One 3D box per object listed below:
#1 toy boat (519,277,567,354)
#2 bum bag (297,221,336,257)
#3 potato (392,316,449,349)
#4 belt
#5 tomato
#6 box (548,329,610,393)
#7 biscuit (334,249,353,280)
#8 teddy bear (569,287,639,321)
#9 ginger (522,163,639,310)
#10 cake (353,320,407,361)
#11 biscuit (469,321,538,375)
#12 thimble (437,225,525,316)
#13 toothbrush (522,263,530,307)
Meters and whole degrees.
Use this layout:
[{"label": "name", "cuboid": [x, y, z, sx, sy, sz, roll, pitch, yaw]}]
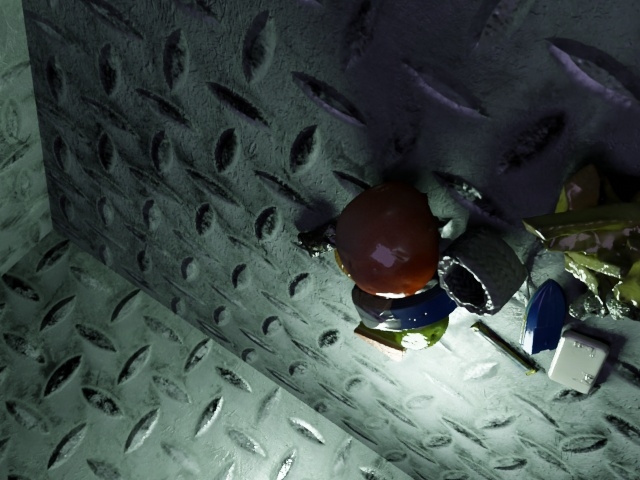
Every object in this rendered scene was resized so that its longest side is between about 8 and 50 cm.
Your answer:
[{"label": "toy boat", "cuboid": [0.680, 0.219, 1.781, 0.129, 0.088, 0.295, -13, 132, -3]}, {"label": "bum bag", "cuboid": [0.001, 0.001, 2.115, 0.102, 0.069, 0.248, 53, 149, -13]}, {"label": "potato", "cuboid": [0.359, 0.296, 2.111, 0.186, 0.148, 0.253, 29, 141, -20]}, {"label": "belt", "cuboid": [0.282, 0.185, 1.948, 0.347, 0.212, 0.117, -10, 130, 19]}, {"label": "tomato", "cuboid": [0.194, 0.004, 1.716, 0.341, 0.273, 0.341, 163, 90, -79]}, {"label": "box", "cuboid": [0.838, 0.400, 1.916, 0.142, 0.044, 0.285, 21, 144, 24]}, {"label": "biscuit", "cuboid": [0.166, 0.082, 2.103, 0.262, 0.037, 0.262, 22, 145, 17]}, {"label": "teddy bear", "cuboid": [0.794, 0.162, 1.606, 0.133, 0.111, 0.213, -3, 176, -20]}, {"label": "ginger", "cuboid": [0.678, 0.035, 1.428, 0.413, 0.211, 0.358, 46, 149, -1]}, {"label": "cake", "cuboid": [0.253, 0.373, 2.322, 0.225, 0.109, 0.090, 33, 146, 2]}, {"label": "biscuit", "cuboid": [0.647, 0.388, 2.079, 0.292, 0.026, 0.048, 39, 142, -7]}, {"label": "thimble", "cuboid": [0.465, 0.095, 1.723, 0.217, 0.157, 0.245, 2, 126, 54]}, {"label": "toothbrush", "cuboid": [0.657, 0.207, 1.845, 0.028, 0.037, 0.375, 10, 142, 37]}]
